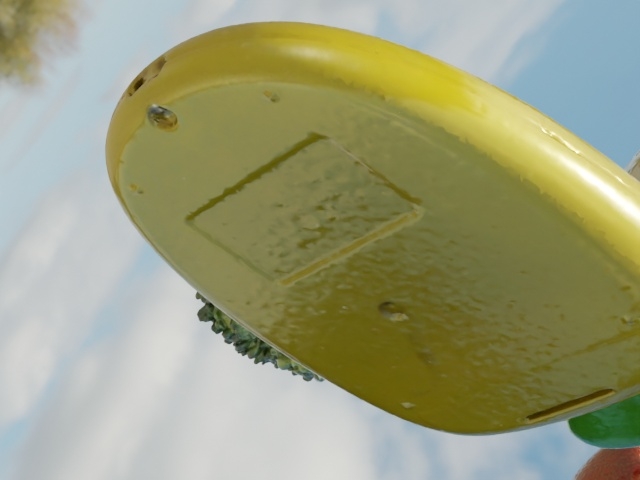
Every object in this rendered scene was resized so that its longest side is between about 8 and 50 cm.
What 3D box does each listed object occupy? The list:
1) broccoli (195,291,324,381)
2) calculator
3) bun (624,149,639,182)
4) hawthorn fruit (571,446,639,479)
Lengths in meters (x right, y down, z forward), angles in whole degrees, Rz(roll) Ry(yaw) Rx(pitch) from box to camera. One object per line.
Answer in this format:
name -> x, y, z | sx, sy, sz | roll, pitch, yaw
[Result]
broccoli -> 0.000, 0.000, 1.278 | 0.243, 0.263, 0.247 | -54, -153, 37
calculator -> 0.039, 0.012, 0.424 | 0.146, 0.235, 0.032 | -30, -144, 44
bun -> 0.309, 0.070, 0.764 | 0.211, 0.359, 0.359 | -66, -161, 2
hawthorn fruit -> 0.367, 0.313, 1.612 | 0.138, 0.133, 0.133 | -39, -158, 12
